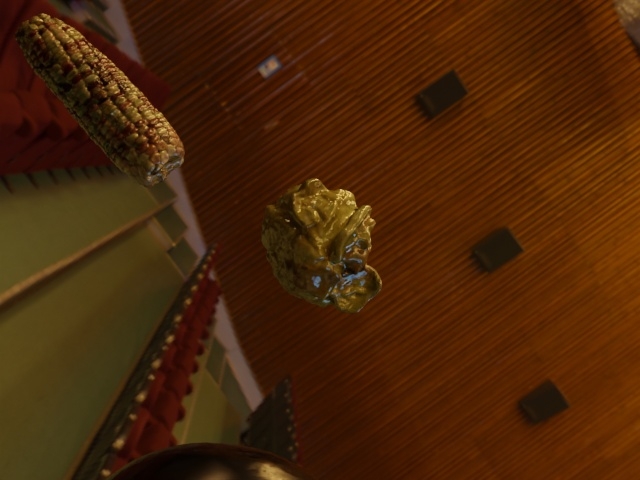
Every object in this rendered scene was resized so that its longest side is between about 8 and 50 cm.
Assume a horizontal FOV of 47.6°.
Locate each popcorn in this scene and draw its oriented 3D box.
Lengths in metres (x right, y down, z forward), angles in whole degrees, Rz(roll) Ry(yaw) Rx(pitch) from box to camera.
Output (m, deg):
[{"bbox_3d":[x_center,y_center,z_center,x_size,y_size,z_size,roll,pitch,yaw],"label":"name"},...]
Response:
[{"bbox_3d":[0.007,0.007,1.251,0.216,0.181,0.235,49,-33,34],"label":"popcorn"}]

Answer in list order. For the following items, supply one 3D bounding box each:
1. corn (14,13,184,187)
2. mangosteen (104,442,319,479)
[{"bbox_3d":[-0.270,-0.175,0.893,0.253,0.086,0.086,47,0,2],"label":"corn"},{"bbox_3d":[-0.085,0.298,0.605,0.275,0.275,0.302,54,-8,2],"label":"mangosteen"}]
